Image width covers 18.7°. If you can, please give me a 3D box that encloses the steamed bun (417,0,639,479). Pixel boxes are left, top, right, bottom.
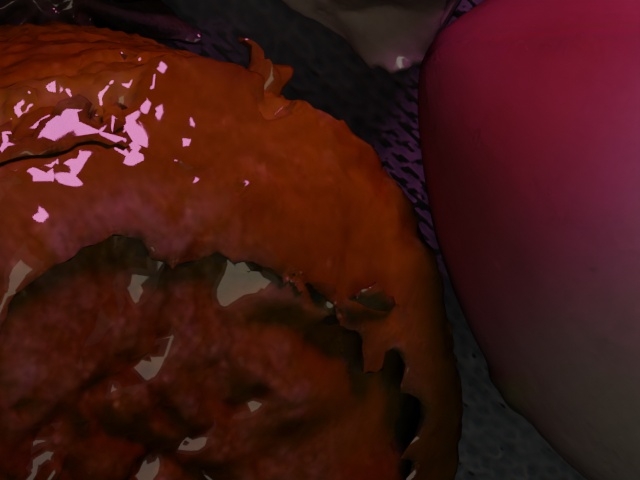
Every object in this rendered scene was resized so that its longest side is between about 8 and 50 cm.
[{"bbox_3d":[0.172,-0.025,0.860,0.309,0.309,0.309,-2,105,-6],"label":"steamed bun"}]

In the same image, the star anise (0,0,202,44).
[{"bbox_3d":[-0.126,-0.124,0.923,0.182,0.065,0.195,-21,108,-4],"label":"star anise"}]

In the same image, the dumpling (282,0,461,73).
[{"bbox_3d":[0.024,-0.174,0.906,0.127,0.108,0.188,12,107,12],"label":"dumpling"}]

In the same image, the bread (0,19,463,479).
[{"bbox_3d":[-0.113,0.080,0.877,0.337,0.204,0.358,-13,118,-16],"label":"bread"}]
